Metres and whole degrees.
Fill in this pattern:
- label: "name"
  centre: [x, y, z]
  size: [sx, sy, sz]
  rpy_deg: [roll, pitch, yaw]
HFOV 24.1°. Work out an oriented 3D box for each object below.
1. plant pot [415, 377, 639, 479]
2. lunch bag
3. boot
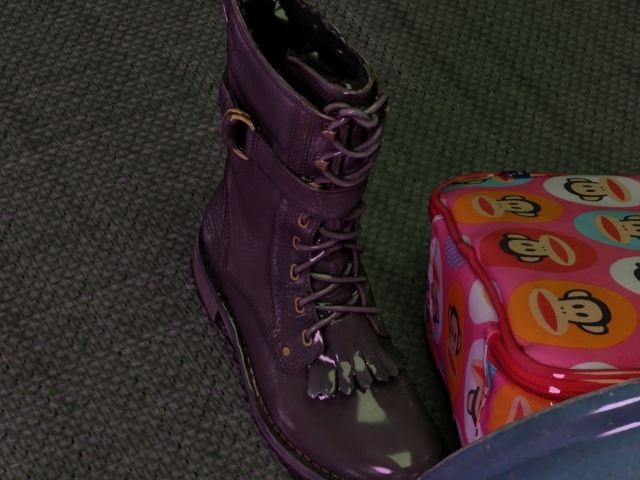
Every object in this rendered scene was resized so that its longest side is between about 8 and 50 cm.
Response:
- label: "plant pot"
  centre: [0.208, 0.266, 0.611]
  size: [0.341, 0.341, 0.334]
  rpy_deg: [2, 59, -11]
- label: "lunch bag"
  centre: [0.198, 0.055, 0.844]
  size: [0.258, 0.120, 0.293]
  rpy_deg: [1, 23, -7]
- label: "boot"
  centre: [0.000, 0.000, 0.834]
  size: [0.091, 0.229, 0.263]
  rpy_deg: [-22, 58, -27]
